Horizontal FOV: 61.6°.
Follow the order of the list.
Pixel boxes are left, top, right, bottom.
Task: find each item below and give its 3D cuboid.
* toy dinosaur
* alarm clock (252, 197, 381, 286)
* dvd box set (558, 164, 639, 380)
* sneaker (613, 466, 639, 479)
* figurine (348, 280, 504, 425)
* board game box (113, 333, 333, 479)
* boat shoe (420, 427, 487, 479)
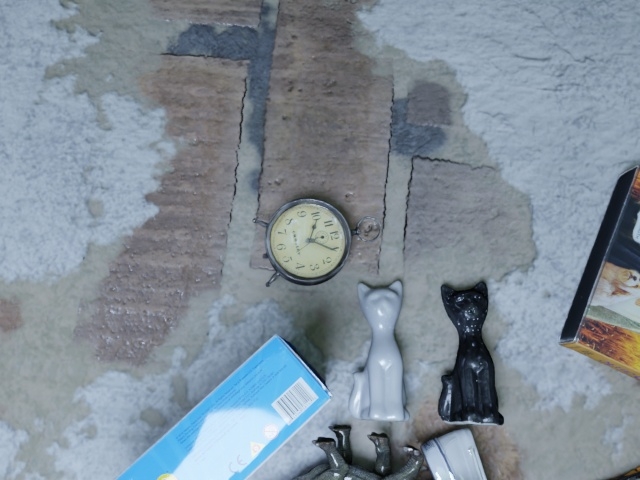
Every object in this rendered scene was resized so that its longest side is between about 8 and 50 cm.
[{"bbox_3d":[0.061,0.350,0.730,0.313,0.121,0.161,4,86,5],"label":"toy dinosaur"},{"bbox_3d":[0.000,0.000,0.823,0.191,0.064,0.130,-12,79,-1],"label":"alarm clock"},{"bbox_3d":[0.616,0.108,0.816,0.420,0.062,0.308,26,80,4],"label":"dvd box set"},{"bbox_3d":[0.423,0.377,0.746,0.214,0.083,0.084,-26,82,-5],"label":"sneaker"},{"bbox_3d":[0.151,0.159,0.791,0.214,0.092,0.210,2,71,0],"label":"figurine"},{"bbox_3d":[-0.129,0.251,0.647,0.308,0.302,0.086,-41,82,-9],"label":"board game box"},{"bbox_3d":[0.233,0.393,0.737,0.088,0.096,0.268,-25,72,-1],"label":"boat shoe"}]
